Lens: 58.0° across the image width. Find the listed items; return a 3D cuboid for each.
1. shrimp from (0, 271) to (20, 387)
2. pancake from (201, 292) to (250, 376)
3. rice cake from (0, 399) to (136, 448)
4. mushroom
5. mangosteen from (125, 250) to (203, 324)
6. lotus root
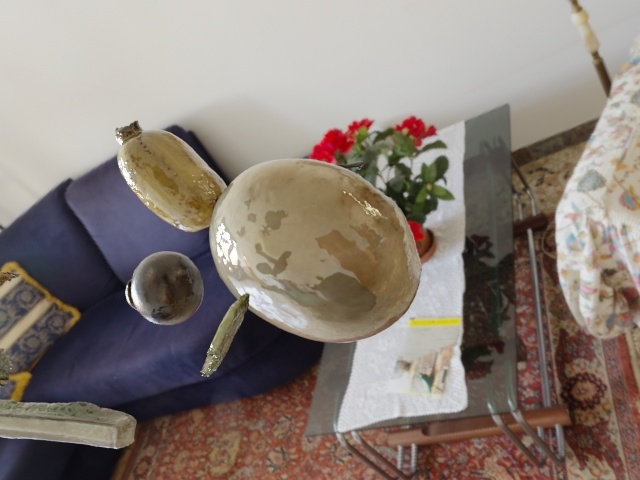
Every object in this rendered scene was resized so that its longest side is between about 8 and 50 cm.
[{"bbox_3d":[-0.802,0.192,1.336,0.068,0.185,0.287,-29,59,28],"label":"shrimp"},{"bbox_3d":[-0.124,0.124,0.764,0.129,0.023,0.116,-61,2,43],"label":"pancake"},{"bbox_3d":[-0.332,0.230,0.722,0.207,0.047,0.036,3,31,4],"label":"rice cake"},{"bbox_3d":[0.000,0.000,0.970,0.362,0.362,0.294,-9,45,43],"label":"mushroom"},{"bbox_3d":[-0.455,0.134,1.643,0.250,0.211,0.211,0,50,38],"label":"mangosteen"},{"bbox_3d":[-0.305,-0.128,1.170,0.146,0.284,0.160,-44,3,-4],"label":"lotus root"}]
